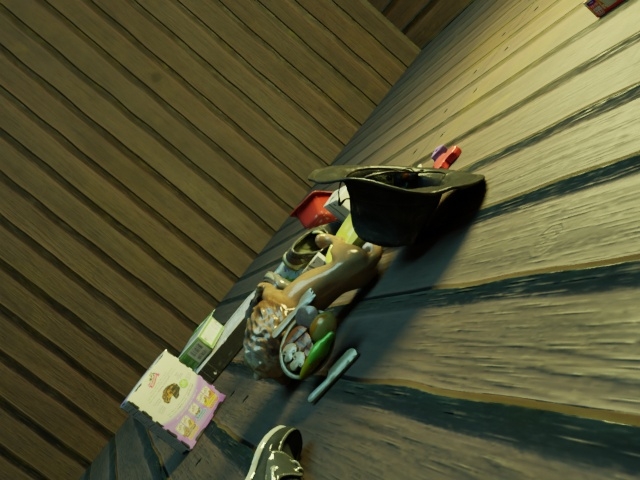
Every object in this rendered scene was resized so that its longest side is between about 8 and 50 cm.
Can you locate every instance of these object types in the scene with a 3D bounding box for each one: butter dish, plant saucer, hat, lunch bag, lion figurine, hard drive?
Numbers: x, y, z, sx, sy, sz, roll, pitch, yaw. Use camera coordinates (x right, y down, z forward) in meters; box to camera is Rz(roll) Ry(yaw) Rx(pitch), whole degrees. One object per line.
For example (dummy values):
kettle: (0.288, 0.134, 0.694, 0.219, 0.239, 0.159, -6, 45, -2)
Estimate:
butter dish: (0.010, -0.076, 2.148, 0.160, 0.118, 0.160, 0, -28, -37)
plant saucer: (0.096, -0.036, 1.563, 0.241, 0.037, 0.241, -53, 10, 14)
hat: (0.128, -0.061, 1.216, 0.331, 0.332, 0.133, -95, 7, -79)
lunch bag: (-0.061, 0.077, 1.903, 0.128, 0.096, 0.151, -49, -7, 24)
lion figurine: (-0.003, 0.097, 1.328, 0.392, 0.142, 0.240, -45, 16, 2)
hard drive: (-0.272, 0.296, 2.130, 0.339, 0.064, 0.237, -51, 8, 0)

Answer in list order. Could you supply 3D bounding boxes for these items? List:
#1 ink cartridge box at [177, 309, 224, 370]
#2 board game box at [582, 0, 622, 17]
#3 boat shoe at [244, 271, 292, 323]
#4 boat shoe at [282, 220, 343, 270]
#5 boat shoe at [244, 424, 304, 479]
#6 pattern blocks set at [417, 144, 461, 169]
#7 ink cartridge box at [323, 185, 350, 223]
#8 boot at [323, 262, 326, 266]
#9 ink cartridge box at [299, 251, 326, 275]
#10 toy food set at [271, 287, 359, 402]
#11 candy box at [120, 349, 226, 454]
ink cartridge box: (-0.365, 0.308, 2.119, 0.109, 0.062, 0.209, -48, 8, 16)
board game box: (0.582, -0.506, 1.222, 0.146, 0.045, 0.193, -53, 9, -18)
boat shoe: (-0.114, 0.173, 1.692, 0.130, 0.132, 0.355, -62, 3, -15)
boat shoe: (-0.005, 0.004, 1.815, 0.224, 0.080, 0.073, -33, -14, -36)
boat shoe: (-0.054, 0.319, 0.877, 0.079, 0.083, 0.233, -7, 14, 15)
pattern blocks set: (0.183, -0.096, 1.577, 0.324, 0.026, 0.285, -50, 8, 4)
ink cartridge box: (0.076, -0.088, 1.845, 0.060, 0.104, 0.180, -53, 8, -12)
boot: (0.013, 0.074, 1.660, 0.121, 0.045, 0.099, -32, 21, 44)
ink cartridge box: (-0.014, 0.078, 1.771, 0.083, 0.048, 0.028, -48, 8, 18)
toy food set: (-0.025, 0.167, 1.136, 0.132, 0.039, 0.192, -49, 39, 7)
candy box: (-0.361, 0.396, 1.670, 0.070, 0.196, 0.164, -40, 12, 50)
